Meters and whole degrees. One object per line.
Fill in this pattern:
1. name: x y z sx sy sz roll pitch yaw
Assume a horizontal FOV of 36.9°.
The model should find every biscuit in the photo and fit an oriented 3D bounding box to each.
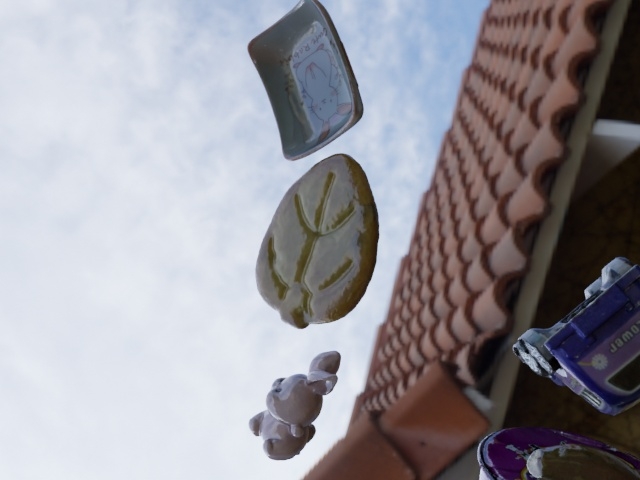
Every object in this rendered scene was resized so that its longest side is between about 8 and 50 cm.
1. biscuit: -0.004 -0.001 1.375 0.041 0.203 0.260 18 -90 -50

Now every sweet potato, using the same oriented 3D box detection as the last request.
1. sweet potato: 0.242 0.197 0.673 0.243 0.077 0.077 31 -113 -10

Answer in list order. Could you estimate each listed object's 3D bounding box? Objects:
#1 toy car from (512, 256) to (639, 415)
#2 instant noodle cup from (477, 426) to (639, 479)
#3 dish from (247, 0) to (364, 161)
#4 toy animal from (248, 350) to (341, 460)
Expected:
1. toy car: 0.373 0.142 1.266 0.172 0.158 0.235 -38 -14 -4
2. instant noodle cup: 0.282 0.359 1.115 0.251 0.251 0.190 -9 -65 -53
3. dish: -0.010 -0.237 1.430 0.077 0.151 0.212 1 -115 -51
4. toy animal: -0.044 0.269 1.651 0.124 0.124 0.212 -13 -48 -53
